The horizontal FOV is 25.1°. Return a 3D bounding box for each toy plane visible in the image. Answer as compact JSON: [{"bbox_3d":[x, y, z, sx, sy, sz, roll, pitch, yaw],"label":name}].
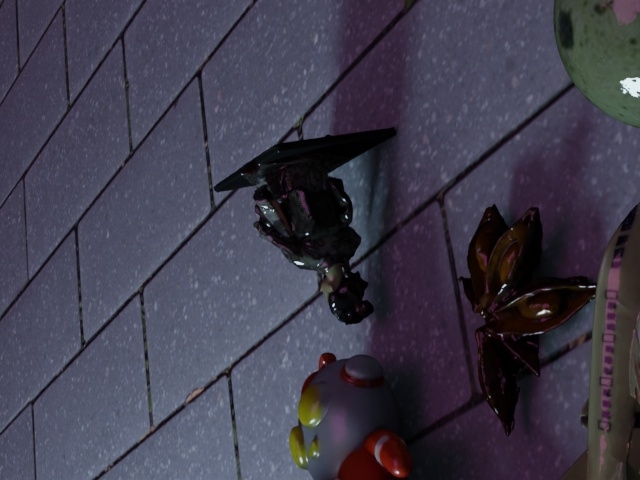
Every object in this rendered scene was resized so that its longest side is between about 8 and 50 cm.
[{"bbox_3d":[0.237,0.098,1.077,0.242,0.104,0.256,-66,-6,-88],"label":"toy plane"}]

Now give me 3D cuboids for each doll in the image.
[{"bbox_3d":[0.035,0.223,1.407,0.336,0.105,0.200,-105,23,-51],"label":"doll"}]

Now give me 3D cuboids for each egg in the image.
[{"bbox_3d":[0.271,-0.178,1.020,0.228,0.177,0.177,-41,48,35],"label":"egg"}]

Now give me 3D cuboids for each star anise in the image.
[{"bbox_3d":[0.176,0.048,1.267,0.157,0.053,0.212,-48,43,47],"label":"star anise"}]

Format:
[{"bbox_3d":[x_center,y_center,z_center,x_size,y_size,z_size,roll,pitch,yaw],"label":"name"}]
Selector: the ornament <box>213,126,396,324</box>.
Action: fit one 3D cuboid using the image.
[{"bbox_3d":[0.000,0.000,1.533,0.153,0.166,0.196,-30,73,57],"label":"ornament"}]
